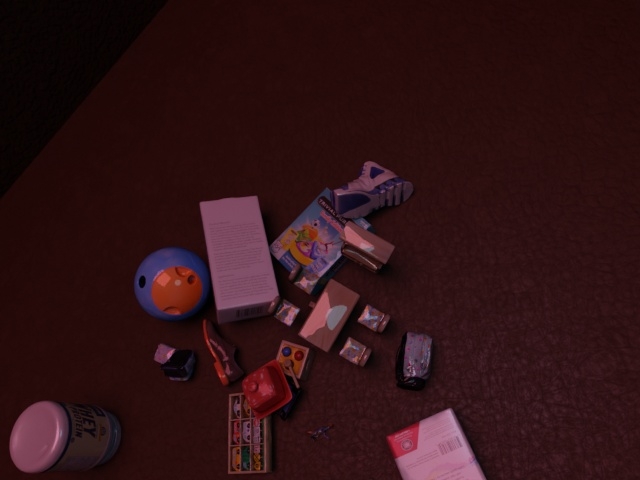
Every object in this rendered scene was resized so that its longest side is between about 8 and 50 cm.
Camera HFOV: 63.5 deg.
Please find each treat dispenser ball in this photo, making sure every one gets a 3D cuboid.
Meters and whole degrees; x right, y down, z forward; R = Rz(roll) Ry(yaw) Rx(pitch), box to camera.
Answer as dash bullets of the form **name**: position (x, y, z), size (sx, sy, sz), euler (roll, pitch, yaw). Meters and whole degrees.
- **treat dispenser ball**: position (-0.568, 0.168, 1.998), size (0.288, 0.288, 0.288), euler (-7, 67, 18)

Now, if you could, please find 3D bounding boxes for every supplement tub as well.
- **supplement tub**: position (-0.915, 0.716, 1.885), size (0.235, 0.325, 0.236), euler (-7, 67, 18)

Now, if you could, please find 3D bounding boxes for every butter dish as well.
- **butter dish**: position (-0.202, 0.497, 1.744), size (0.159, 0.118, 0.160), euler (-35, 59, 12)

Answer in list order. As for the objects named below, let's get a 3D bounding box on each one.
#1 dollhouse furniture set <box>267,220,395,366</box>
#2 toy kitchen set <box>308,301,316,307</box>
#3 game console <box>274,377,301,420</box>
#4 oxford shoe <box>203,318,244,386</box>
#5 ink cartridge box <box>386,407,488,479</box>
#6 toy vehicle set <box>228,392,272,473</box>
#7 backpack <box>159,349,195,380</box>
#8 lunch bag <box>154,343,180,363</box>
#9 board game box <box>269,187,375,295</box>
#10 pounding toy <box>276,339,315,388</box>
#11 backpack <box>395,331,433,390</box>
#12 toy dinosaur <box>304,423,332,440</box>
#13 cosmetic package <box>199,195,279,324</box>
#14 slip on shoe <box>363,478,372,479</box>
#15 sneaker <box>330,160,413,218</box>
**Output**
- **dollhouse furniture set**: position (0.071, 0.169, 1.722), size (0.362, 0.256, 0.394), euler (29, 80, 8)
- **toy kitchen set**: position (0.006, 0.217, 1.891), size (0.075, 0.068, 0.083), euler (25, 79, 27)
- **game console**: position (-0.132, 0.549, 1.807), size (0.071, 0.107, 0.122), euler (31, 81, -12)
- **oxford shoe**: position (-0.369, 0.410, 1.953), size (0.098, 0.097, 0.271), euler (-23, 66, -12)
- **ink cartridge box**: position (0.363, 0.688, 1.535), size (0.226, 0.131, 0.306), euler (-26, 64, 8)
- **toy vehicle set**: position (-0.246, 0.666, 1.802), size (0.165, 0.035, 0.267), euler (-17, 63, 28)
- **backpack**: position (-0.533, 0.475, 1.971), size (0.105, 0.084, 0.114), euler (-3, 28, 17)
- **lunch bag**: position (-0.607, 0.449, 2.035), size (0.083, 0.053, 0.071), euler (14, 77, 15)
- **board game box**: position (0.000, 0.000, 1.975), size (0.336, 0.079, 0.254), euler (-46, 62, -2)
- **pounding toy**: position (-0.094, 0.438, 1.821), size (0.130, 0.100, 0.141), euler (12, 74, 24)
- **backpack**: position (0.305, 0.390, 1.682), size (0.115, 0.152, 0.182), euler (10, 69, 7)
- **toy dinosaur**: position (-0.001, 0.638, 1.743), size (0.082, 0.047, 0.090), euler (-39, 49, -19)
- **cosmetic package**: position (-0.315, 0.067, 1.973), size (0.230, 0.161, 0.453), euler (-7, 63, -14)
- **slip on shoe**: position (0.168, 0.811, 1.607), size (0.041, 0.051, 0.135), euler (-24, 56, -3)
- **sneaker**: position (0.169, -0.199, 1.945), size (0.315, 0.128, 0.182), euler (-14, 43, -19)
